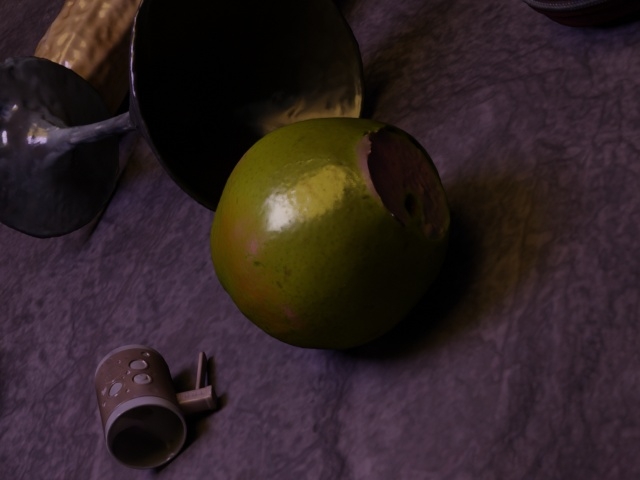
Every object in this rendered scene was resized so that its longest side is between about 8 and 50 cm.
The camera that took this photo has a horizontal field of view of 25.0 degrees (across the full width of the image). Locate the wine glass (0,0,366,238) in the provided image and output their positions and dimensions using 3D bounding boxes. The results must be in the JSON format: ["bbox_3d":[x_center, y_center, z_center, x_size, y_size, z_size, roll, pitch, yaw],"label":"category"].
[{"bbox_3d":[-0.182,-0.120,1.441,0.406,0.267,0.267,-11,49,50],"label":"wine glass"}]

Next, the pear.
[{"bbox_3d":[0.000,0.000,1.174,0.220,0.187,0.187,-34,36,35],"label":"pear"}]

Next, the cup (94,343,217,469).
[{"bbox_3d":[-0.153,0.136,1.293,0.102,0.074,0.099,-42,34,10],"label":"cup"}]

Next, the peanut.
[{"bbox_3d":[-0.264,-0.221,1.720,0.147,0.147,0.305,7,62,51],"label":"peanut"}]

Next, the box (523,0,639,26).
[{"bbox_3d":[0.284,-0.361,1.258,0.263,0.108,0.403,-18,45,37],"label":"box"}]
